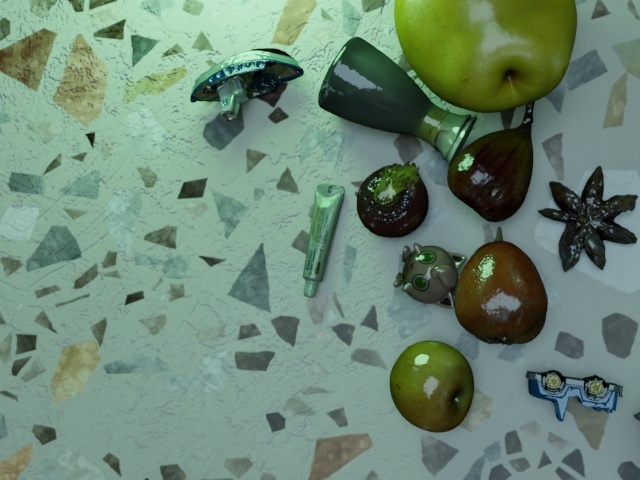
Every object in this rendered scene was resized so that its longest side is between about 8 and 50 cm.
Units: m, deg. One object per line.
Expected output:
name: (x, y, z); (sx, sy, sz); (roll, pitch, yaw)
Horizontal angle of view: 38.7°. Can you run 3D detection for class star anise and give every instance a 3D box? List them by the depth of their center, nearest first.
star anise: (0.565, -0.047, 1.886); (0.196, 0.073, 0.212); (-23, 82, 10)

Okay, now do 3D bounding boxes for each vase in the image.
vase: (0.168, -0.287, 1.956); (0.321, 0.173, 0.173); (31, 90, 6)

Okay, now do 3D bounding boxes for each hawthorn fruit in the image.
hawthorn fruit: (0.363, 0.088, 1.854); (0.199, 0.199, 0.251); (-4, 69, 10)

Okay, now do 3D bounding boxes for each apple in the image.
apple: (0.226, 0.295, 1.867); (0.155, 0.182, 0.183); (17, 86, 43)

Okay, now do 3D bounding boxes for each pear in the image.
pear: (0.327, -0.439, 1.828); (0.362, 0.362, 0.418); (-19, 51, 8)

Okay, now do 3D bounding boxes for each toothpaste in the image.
toothpaste: (0.000, 0.000, 2.009); (0.067, 0.037, 0.256); (8, 82, 17)

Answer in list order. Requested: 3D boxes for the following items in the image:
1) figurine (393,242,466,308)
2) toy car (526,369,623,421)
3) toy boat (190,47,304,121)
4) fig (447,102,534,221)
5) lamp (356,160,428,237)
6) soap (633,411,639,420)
figurine: (0.228, 0.071, 1.912); (0.138, 0.125, 0.125); (16, 87, 18)
toy car: (0.509, 0.315, 1.841); (0.191, 0.097, 0.100); (8, 86, 12)
toy boat: (-0.165, -0.344, 2.038); (0.262, 0.114, 0.115); (-24, 67, 4)
fig: (0.380, -0.179, 1.899); (0.170, 0.145, 0.274); (30, 90, -2)
lamp: (0.151, -0.084, 1.939); (0.156, 0.135, 0.157); (-19, 82, 9)
soap: (0.840, 0.328, 1.652); (0.435, 0.350, 0.213); (-26, 79, 4)
